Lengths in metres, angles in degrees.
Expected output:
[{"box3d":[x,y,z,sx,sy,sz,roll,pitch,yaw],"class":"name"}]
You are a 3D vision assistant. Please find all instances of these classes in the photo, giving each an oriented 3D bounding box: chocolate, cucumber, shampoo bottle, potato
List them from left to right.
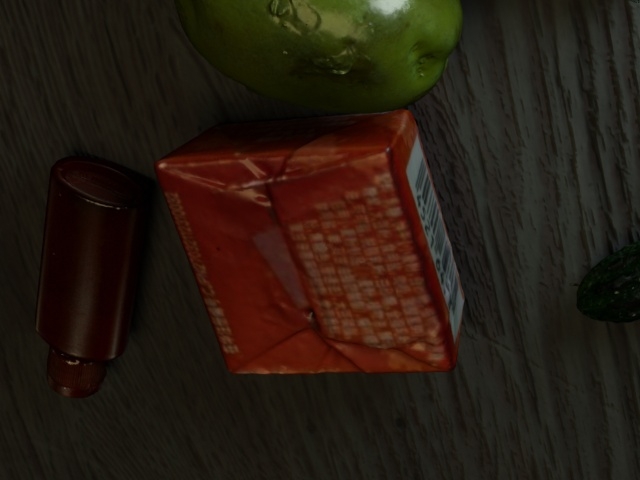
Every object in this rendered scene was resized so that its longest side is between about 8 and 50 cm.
[{"box3d":[-0.228,0.043,1.859,0.102,0.064,0.260,20,129,10],"class":"shampoo bottle"},{"box3d":[-0.008,-0.184,1.526,0.253,0.186,0.148,11,88,36],"class":"potato"},{"box3d":[0.000,0.000,1.700,0.235,0.108,0.237,-4,122,26],"class":"chocolate"},{"box3d":[0.319,0.016,1.584,0.265,0.077,0.077,-21,112,33],"class":"cucumber"}]

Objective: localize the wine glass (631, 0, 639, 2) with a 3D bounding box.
[{"box3d":[0.162,-0.247,1.460,0.202,0.093,0.093,18,128,14],"class":"wine glass"}]
